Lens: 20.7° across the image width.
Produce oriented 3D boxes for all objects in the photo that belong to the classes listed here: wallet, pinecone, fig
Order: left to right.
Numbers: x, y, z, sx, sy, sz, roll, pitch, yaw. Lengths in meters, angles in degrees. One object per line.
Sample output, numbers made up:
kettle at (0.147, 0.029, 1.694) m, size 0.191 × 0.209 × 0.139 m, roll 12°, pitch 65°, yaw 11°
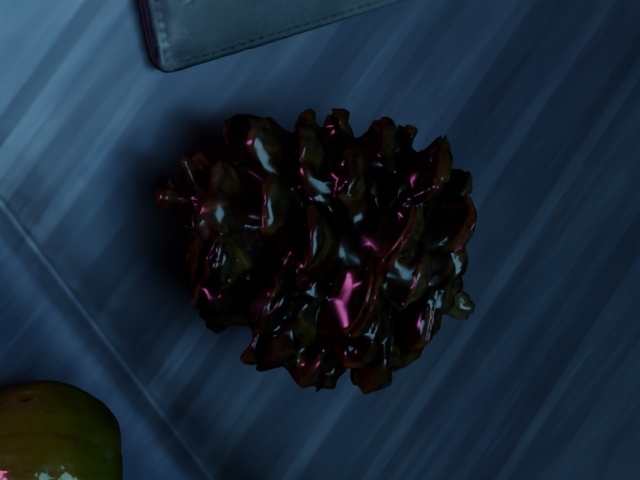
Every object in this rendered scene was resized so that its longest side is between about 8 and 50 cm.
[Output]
fig at (-0.242, 0.190, 1.346) m, size 0.186 × 0.148 × 0.142 m, roll -8°, pitch 127°, yaw 8°
wallet at (-0.048, -0.299, 1.394) m, size 0.251 × 0.054 × 0.290 m, roll -18°, pitch 119°, yaw -24°
pinecone at (0.003, 0.010, 1.397) m, size 0.257 × 0.243 × 0.243 m, roll -3°, pitch 104°, yaw -20°
